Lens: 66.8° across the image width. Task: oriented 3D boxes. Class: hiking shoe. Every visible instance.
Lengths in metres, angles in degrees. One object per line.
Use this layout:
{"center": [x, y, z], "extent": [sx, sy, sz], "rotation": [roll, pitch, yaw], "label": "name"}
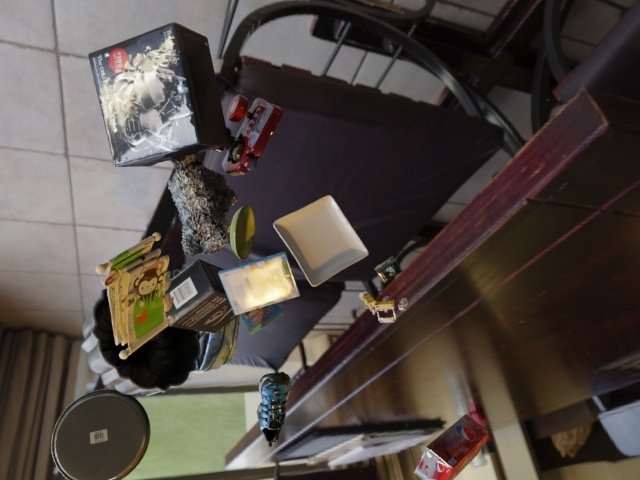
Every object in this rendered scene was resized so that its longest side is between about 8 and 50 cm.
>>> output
{"center": [-0.147, 0.558, 1.625], "extent": [0.113, 0.132, 0.304], "rotation": [-5, 133, -15], "label": "hiking shoe"}

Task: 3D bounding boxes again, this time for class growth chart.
{"center": [-0.330, 0.100, 0.901], "extent": [0.021, 0.172, 0.237], "rotation": [16, 125, 18], "label": "growth chart"}

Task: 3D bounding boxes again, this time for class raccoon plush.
{"center": [-0.468, -0.143, 1.671], "extent": [0.216, 0.299, 0.446], "rotation": [-32, 122, 16], "label": "raccoon plush"}

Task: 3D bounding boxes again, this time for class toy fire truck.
{"center": [-0.256, -0.364, 1.732], "extent": [0.169, 0.254, 0.302], "rotation": [24, 105, -31], "label": "toy fire truck"}

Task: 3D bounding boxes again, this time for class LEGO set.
{"center": [0.297, 0.341, 2.449], "extent": [0.287, 0.107, 0.132], "rotation": [3, -156, 41], "label": "LEGO set"}

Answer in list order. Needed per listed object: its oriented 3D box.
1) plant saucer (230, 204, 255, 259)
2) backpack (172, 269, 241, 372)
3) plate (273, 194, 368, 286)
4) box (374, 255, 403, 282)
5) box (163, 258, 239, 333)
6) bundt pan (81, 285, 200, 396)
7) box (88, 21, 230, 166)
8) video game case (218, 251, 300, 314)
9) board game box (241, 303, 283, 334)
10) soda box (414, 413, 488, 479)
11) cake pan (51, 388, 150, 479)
{"center": [-0.343, -0.036, 2.117], "extent": [0.037, 0.241, 0.241], "rotation": [5, 150, 11], "label": "plant saucer"}
{"center": [-0.429, 0.313, 1.799], "extent": [0.290, 0.356, 0.273], "rotation": [6, 167, 31], "label": "backpack"}
{"center": [0.000, 0.000, 1.786], "extent": [0.277, 0.278, 0.045], "rotation": [-29, 171, -29], "label": "plate"}
{"center": [0.250, 0.107, 1.784], "extent": [0.083, 0.062, 0.052], "rotation": [-33, 106, 0], "label": "box"}
{"center": [-0.302, 0.155, 1.290], "extent": [0.153, 0.108, 0.207], "rotation": [-37, 155, 7], "label": "box"}
{"center": [-0.495, 0.271, 1.320], "extent": [0.124, 0.331, 0.331], "rotation": [-34, 141, 27], "label": "bundt pan"}
{"center": [-0.480, -0.420, 1.459], "extent": [0.312, 0.343, 0.179], "rotation": [-10, -175, 19], "label": "box"}
{"center": [-0.145, 0.104, 1.164], "extent": [0.166, 0.015, 0.119], "rotation": [-17, 110, 1], "label": "video game case"}
{"center": [-0.274, 0.261, 2.023], "extent": [0.160, 0.210, 0.047], "rotation": [-31, 154, -7], "label": "board game box"}
{"center": [0.363, 0.573, 1.321], "extent": [0.263, 0.083, 0.092], "rotation": [-4, 117, -51], "label": "soda box"}
{"center": [-0.691, 0.620, 1.528], "extent": [0.293, 0.293, 0.054], "rotation": [0, 162, -15], "label": "cake pan"}
